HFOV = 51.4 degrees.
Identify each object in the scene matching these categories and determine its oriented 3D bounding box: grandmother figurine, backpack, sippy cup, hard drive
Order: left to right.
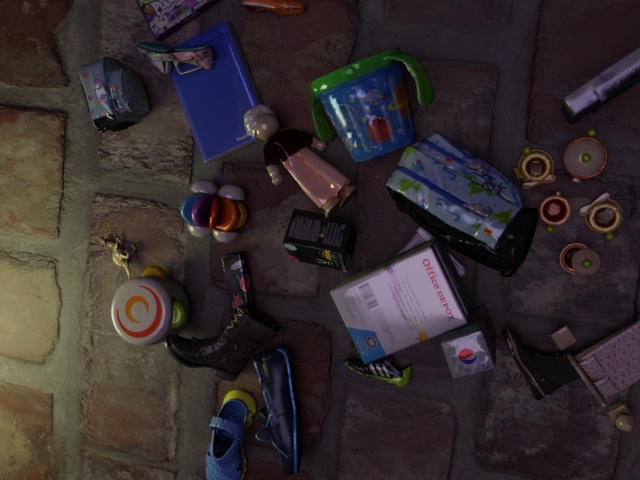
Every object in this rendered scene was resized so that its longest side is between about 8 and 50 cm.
[{"bbox_3d":[-0.566,-0.407,1.818,0.144,0.166,0.188,-22,95,15],"label":"backpack"},{"bbox_3d":[-0.280,-0.398,1.801,0.210,0.040,0.319,-21,91,17],"label":"hard drive"},{"bbox_3d":[-0.060,-0.217,1.687,0.342,0.208,0.104,44,132,9],"label":"grandmother figurine"},{"bbox_3d":[0.120,-0.316,1.606,0.240,0.305,0.224,-22,100,-8],"label":"sippy cup"},{"bbox_3d":[0.330,-0.091,1.559,0.355,0.290,0.273,19,94,20],"label":"backpack"}]

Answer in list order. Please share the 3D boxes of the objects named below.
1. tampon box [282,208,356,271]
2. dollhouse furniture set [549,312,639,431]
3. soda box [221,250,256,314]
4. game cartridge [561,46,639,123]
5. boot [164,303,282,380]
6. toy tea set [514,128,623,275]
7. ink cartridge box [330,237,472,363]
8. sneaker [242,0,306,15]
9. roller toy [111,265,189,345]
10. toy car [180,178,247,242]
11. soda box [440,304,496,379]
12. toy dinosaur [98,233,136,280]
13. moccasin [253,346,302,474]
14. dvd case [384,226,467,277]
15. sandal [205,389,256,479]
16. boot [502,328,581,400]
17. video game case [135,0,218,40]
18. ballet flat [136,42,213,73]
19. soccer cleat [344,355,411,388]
[{"bbox_3d":[0.000,0.000,1.714,0.161,0.120,0.101,11,68,14],"label":"tampon box"},{"bbox_3d":[0.755,0.290,1.490,0.303,0.174,0.355,-37,96,17],"label":"dollhouse furniture set"},{"bbox_3d":[-0.226,0.118,1.846,0.060,0.053,0.169,-8,95,17],"label":"soda box"},{"bbox_3d":[0.689,-0.375,1.423,0.355,0.230,0.068,-34,87,18],"label":"game cartridge"},{"bbox_3d":[-0.266,0.257,1.819,0.263,0.091,0.229,27,115,-24],"label":"boot"},{"bbox_3d":[0.595,-0.085,1.543,0.200,0.124,0.336,-22,90,18],"label":"toy tea set"},{"bbox_3d":[0.204,0.141,1.629,0.270,0.197,0.198,-25,90,18],"label":"ink cartridge box"},{"bbox_3d":[-0.120,-0.623,1.716,0.175,0.064,0.067,14,91,11],"label":"sneaker"},{"bbox_3d":[-0.478,0.196,1.881,0.191,0.146,0.209,-44,76,10],"label":"roller toy"},{"bbox_3d":[-0.296,-0.077,1.797,0.182,0.136,0.159,12,101,14],"label":"toy car"},{"bbox_3d":[0.355,0.233,1.569,0.098,0.286,0.091,-20,90,17],"label":"soda box"},{"bbox_3d":[-0.578,0.047,1.950,0.092,0.053,0.183,-43,77,32],"label":"toy dinosaur"},{"bbox_3d":[-0.119,0.467,1.829,0.116,0.138,0.342,-7,82,3],"label":"moccasin"},{"bbox_3d":[0.244,0.093,1.724,0.164,0.018,0.221,46,107,6],"label":"dvd case"},{"bbox_3d":[-0.273,0.587,1.878,0.126,0.138,0.317,10,102,13],"label":"sandal"},{"bbox_3d":[0.548,0.280,1.639,0.137,0.077,0.198,-29,102,13],"label":"boot"},{"bbox_3d":[-0.398,-0.692,1.797,0.232,0.042,0.210,-27,88,18],"label":"video game case"},{"bbox_3d":[-0.387,-0.483,1.768,0.221,0.077,0.079,6,118,15],"label":"ballet flat"},{"bbox_3d":[0.153,0.333,1.766,0.178,0.060,0.072,16,92,7],"label":"soccer cleat"}]
